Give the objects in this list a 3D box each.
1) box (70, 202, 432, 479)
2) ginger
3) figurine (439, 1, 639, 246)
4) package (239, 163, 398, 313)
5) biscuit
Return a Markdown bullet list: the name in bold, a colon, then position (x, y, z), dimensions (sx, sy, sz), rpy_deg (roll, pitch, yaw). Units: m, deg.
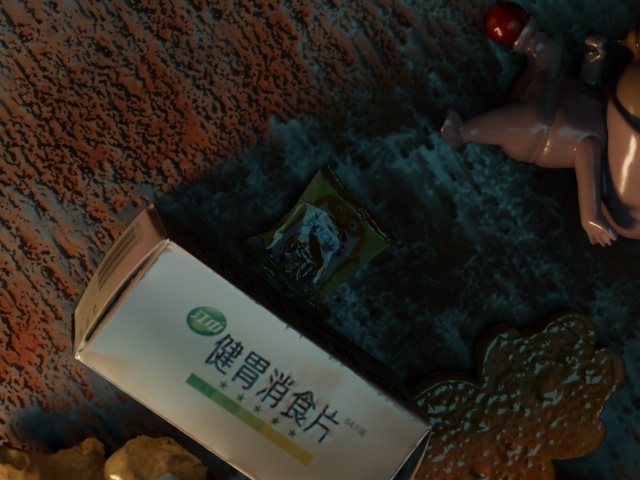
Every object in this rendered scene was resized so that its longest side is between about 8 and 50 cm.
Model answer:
- **box**: position (-0.066, 0.125, 1.465), dimensions (0.333, 0.173, 0.145), rpy_deg (36, 95, -15)
- **ginger**: position (-0.211, 0.270, 1.502), dimensions (0.270, 0.123, 0.219), rpy_deg (39, 97, -15)
- **figurine**: position (0.269, -0.112, 1.474), dimensions (0.287, 0.176, 0.186), rpy_deg (27, 123, 0)
- **package**: position (-0.002, 0.002, 1.521), dimensions (0.121, 0.031, 0.108), rpy_deg (-43, 106, 2)
- **biscuit**: position (0.183, 0.192, 1.588), dimensions (0.202, 0.044, 0.288), rpy_deg (41, 92, -16)
